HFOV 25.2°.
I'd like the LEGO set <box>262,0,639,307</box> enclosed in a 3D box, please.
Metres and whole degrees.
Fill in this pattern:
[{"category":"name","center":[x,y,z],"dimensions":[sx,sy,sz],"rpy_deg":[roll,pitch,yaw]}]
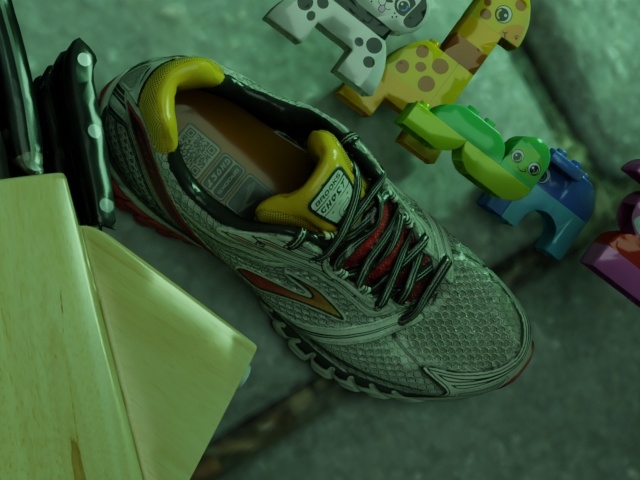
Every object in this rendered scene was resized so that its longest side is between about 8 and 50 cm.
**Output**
[{"category":"LEGO set","center":[0.087,-0.069,0.663],"dimensions":[0.227,0.087,0.093],"rpy_deg":[36,88,-11]}]

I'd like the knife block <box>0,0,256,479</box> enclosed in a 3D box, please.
[{"category":"knife block","center":[-0.160,0.035,0.539],"dimensions":[0.242,0.088,0.275],"rpy_deg":[36,59,-16]}]

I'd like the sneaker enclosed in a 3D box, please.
[{"category":"sneaker","center":[0.000,0.000,0.622],"dimensions":[0.225,0.093,0.088],"rpy_deg":[32,73,-13]}]
